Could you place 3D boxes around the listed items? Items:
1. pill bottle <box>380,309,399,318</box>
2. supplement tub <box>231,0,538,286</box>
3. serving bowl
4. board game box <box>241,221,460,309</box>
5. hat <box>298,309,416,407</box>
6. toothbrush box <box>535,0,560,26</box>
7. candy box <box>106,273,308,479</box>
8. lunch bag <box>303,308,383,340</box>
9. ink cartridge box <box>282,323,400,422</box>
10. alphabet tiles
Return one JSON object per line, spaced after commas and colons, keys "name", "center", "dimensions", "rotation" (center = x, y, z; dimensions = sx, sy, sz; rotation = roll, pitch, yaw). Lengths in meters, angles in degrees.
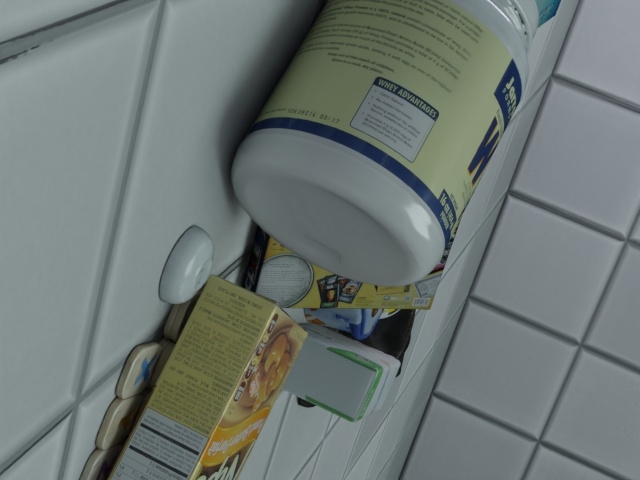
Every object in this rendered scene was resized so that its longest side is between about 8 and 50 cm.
{"name": "pill bottle", "center": [0.087, 0.028, 1.912], "dimensions": [0.117, 0.117, 0.215], "rotation": [-60, 166, -25]}
{"name": "supplement tub", "center": [0.076, -0.141, 1.300], "dimensions": [0.325, 0.235, 0.235], "rotation": [-61, 166, -22]}
{"name": "serving bowl", "center": [-0.129, 0.029, 1.239], "dimensions": [0.083, 0.027, 0.083], "rotation": [-60, 166, -25]}
{"name": "board game box", "center": [0.041, 0.005, 1.484], "dimensions": [0.042, 0.243, 0.165], "rotation": [-120, -140, -51]}
{"name": "hat", "center": [0.091, 0.173, 2.150], "dimensions": [0.331, 0.134, 0.331], "rotation": [-59, 165, -26]}
{"name": "toothbrush box", "center": [0.242, -0.374, 1.521], "dimensions": [0.295, 0.126, 0.216], "rotation": [-43, 154, -61]}
{"name": "candy box", "center": [-0.131, 0.208, 1.317], "dimensions": [0.316, 0.087, 0.183], "rotation": [-65, 165, -8]}
{"name": "lunch bag", "center": [0.063, -0.039, 1.641], "dimensions": [0.243, 0.115, 0.303], "rotation": [-50, 152, -44]}
{"name": "ink cartridge box", "center": [0.021, 0.195, 1.859], "dimensions": [0.093, 0.154, 0.212], "rotation": [-67, 168, 4]}
{"name": "alphabet tiles", "center": [-0.173, 0.181, 1.348], "dimensions": [0.284, 0.021, 0.278], "rotation": [-68, 167, 6]}
